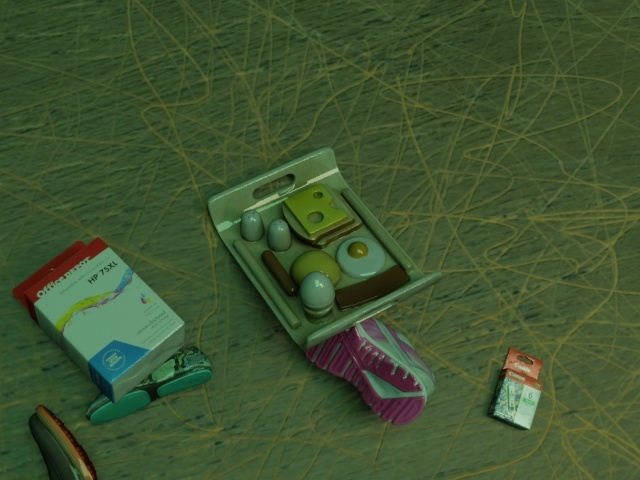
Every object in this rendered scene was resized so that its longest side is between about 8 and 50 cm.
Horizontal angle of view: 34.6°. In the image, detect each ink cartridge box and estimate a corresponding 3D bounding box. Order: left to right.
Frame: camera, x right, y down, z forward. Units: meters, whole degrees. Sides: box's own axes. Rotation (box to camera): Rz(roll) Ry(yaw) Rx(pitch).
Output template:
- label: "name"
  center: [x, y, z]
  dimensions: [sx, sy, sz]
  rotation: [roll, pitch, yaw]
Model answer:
- label: "ink cartridge box"
  center: [-0.312, 0.093, 1.425]
  dimensions: [0.231, 0.078, 0.134]
  rotation: [42, 64, 16]
- label: "ink cartridge box"
  center: [0.304, 0.225, 1.572]
  dimensions: [0.062, 0.029, 0.115]
  rotation: [23, 73, -5]

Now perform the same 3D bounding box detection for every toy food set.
- label: "toy food set"
  center: [0.000, 0.000, 1.485]
  dimensions: [0.219, 0.092, 0.306]
  rotation: [-26, 54, -17]

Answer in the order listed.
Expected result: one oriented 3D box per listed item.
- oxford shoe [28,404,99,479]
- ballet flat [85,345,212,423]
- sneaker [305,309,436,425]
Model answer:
- label: "oxford shoe"
  center: [-0.337, 0.352, 1.376]
  dimensions: [0.098, 0.097, 0.271]
  rotation: [-27, 83, -11]
- label: "ballet flat"
  center: [-0.247, 0.200, 1.457]
  dimensions: [0.188, 0.070, 0.070]
  rotation: [-18, 80, -17]
- label: "sneaker"
  center: [0.067, 0.164, 1.511]
  dimensions: [0.252, 0.111, 0.103]
  rotation: [45, 111, 19]
